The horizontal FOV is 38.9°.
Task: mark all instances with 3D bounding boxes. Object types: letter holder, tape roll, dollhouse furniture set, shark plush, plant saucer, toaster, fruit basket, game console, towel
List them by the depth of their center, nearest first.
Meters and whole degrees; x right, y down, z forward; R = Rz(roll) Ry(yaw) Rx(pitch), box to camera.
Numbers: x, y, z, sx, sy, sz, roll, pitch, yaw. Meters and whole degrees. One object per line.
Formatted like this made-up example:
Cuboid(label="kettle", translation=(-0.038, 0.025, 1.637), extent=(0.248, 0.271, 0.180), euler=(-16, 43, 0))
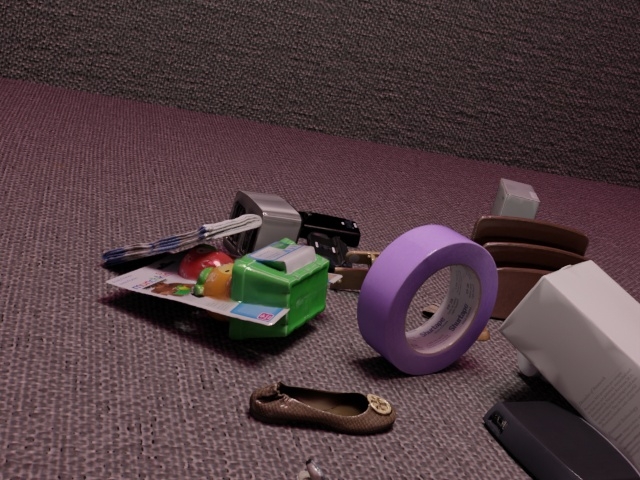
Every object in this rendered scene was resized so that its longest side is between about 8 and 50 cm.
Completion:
Cuboid(label="shark plush", translation=(0.019, 0.355, 1.212), extent=(0.161, 0.073, 0.067), euler=(24, -10, 42))
Cuboid(label="tape roll", translation=(0.204, 0.112, 1.702), extent=(0.275, 0.274, 0.090), euler=(-1, 23, -38))
Cuboid(label="fruit basket", translation=(-0.175, 0.066, 1.755), extent=(0.353, 0.165, 0.327), euler=(17, 18, 21))
Cuboid(label="towel", translation=(-0.282, -0.003, 1.861), extent=(0.285, 0.034, 0.209), euler=(-13, 2, 30))
Cuboid(label="dollhouse furniture set", translation=(0.106, 0.093, 1.945), extent=(0.123, 0.144, 0.151), euler=(4, 35, -14))
Cuboid(label="plant saucer", translation=(0.331, 0.192, 1.974), extent=(0.083, 0.015, 0.083), euler=(12, 18, -4))
Cuboid(label="toaster", translation=(-0.124, -0.017, 2.000), extent=(0.110, 0.185, 0.168), euler=(8, 19, -32))
Cuboid(label="letter holder", translation=(0.505, 0.072, 2.136), extent=(0.302, 0.214, 0.152), euler=(9, 19, -14))
Cuboid(label="game console", translation=(0.000, 0.000, 2.265), extent=(0.213, 0.044, 0.361), euler=(9, 18, -8))

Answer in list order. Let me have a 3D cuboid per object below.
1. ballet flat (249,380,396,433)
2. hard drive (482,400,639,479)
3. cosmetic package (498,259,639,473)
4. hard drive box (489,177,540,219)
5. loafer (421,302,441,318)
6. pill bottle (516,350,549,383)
Cuboid(label="ballet flat", translation=(0.008, 0.263, 1.462), extent=(0.250, 0.058, 0.084), euler=(9, 20, -15))
Cuboid(label="hard drive", translation=(0.404, 0.346, 1.506), extent=(0.172, 0.054, 0.255), euler=(5, 20, -26))
Cuboid(label="cosmetic package", translation=(0.536, 0.224, 1.620), extent=(0.217, 0.156, 0.385), euler=(-8, 47, -49))
Cuboid(label="hard drive box", translation=(0.493, -0.028, 2.395), extent=(0.089, 0.232, 0.181), euler=(14, 19, 1))
Cuboid(label="loafer", translation=(0.267, 0.172, 1.956), extent=(0.039, 0.045, 0.125), euler=(-15, 23, -24))
Cuboid(label="pill bottle", translation=(0.496, 0.235, 1.816), extent=(0.194, 0.108, 0.108), euler=(6, 20, -24))
